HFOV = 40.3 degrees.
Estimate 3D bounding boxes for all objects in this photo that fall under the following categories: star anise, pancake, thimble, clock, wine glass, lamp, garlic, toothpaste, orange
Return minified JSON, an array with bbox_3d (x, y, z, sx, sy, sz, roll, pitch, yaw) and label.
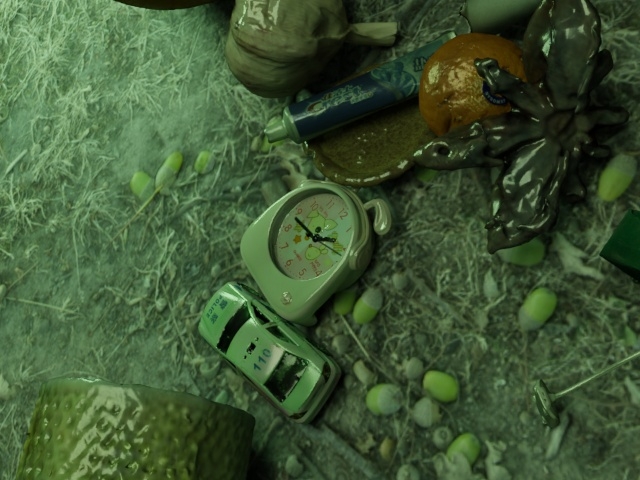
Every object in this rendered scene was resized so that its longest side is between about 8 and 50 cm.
[{"bbox_3d":[0.226,-0.113,0.908,0.257,0.198,0.110,-51,21,4],"label":"star anise"},{"bbox_3d":[0.066,-0.149,1.096,0.199,0.021,0.199,-11,54,15],"label":"pancake"},{"bbox_3d":[-0.210,0.259,1.005,0.270,0.271,0.150,-3,67,31],"label":"thimble"},{"bbox_3d":[0.000,0.000,1.087,0.191,0.062,0.151,-42,56,12],"label":"clock"},{"bbox_3d":[0.291,-0.287,0.967,0.232,0.156,0.156,12,80,29],"label":"wine glass"},{"bbox_3d":[0.307,0.126,0.879,0.198,0.056,0.050,-27,59,9],"label":"lamp"},{"bbox_3d":[-0.007,-0.279,1.138,0.212,0.218,0.219,15,80,0],"label":"garlic"},{"bbox_3d":[0.056,-0.179,1.080,0.268,0.047,0.069,-22,37,2],"label":"toothpaste"},{"bbox_3d":[0.177,-0.169,1.001,0.136,0.135,0.117,-67,22,-5],"label":"orange"}]

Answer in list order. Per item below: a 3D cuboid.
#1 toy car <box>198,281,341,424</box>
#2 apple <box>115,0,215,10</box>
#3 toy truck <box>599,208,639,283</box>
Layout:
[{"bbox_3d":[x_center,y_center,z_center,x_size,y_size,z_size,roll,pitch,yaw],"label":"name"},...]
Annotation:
[{"bbox_3d":[-0.075,0.131,1.079,0.224,0.076,0.090,36,95,35],"label":"toy car"},{"bbox_3d":[-0.208,-0.496,1.206,0.400,0.400,0.334,3,99,32],"label":"apple"},{"bbox_3d":[0.343,0.022,0.829,0.065,0.079,0.147,-57,15,3],"label":"toy truck"}]
